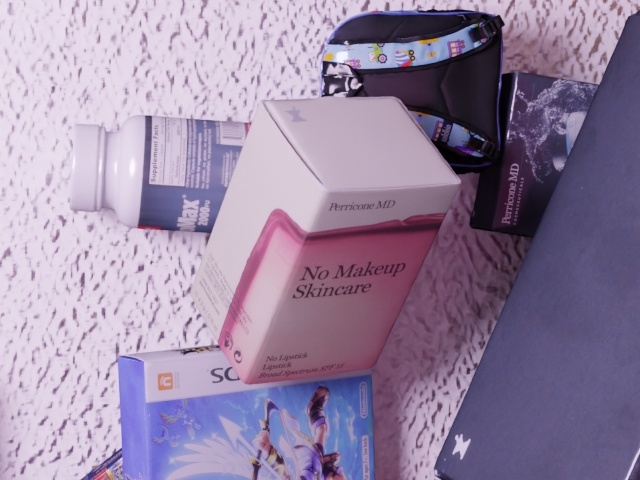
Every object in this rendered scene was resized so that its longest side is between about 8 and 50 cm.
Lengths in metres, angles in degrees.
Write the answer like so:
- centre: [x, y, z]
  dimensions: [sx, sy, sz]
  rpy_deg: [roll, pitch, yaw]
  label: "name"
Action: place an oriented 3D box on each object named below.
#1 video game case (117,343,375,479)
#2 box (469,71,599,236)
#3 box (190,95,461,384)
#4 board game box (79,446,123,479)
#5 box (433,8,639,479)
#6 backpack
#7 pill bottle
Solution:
- centre: [-0.063, 0.230, 1.521]
  dimensions: [0.244, 0.061, 0.269]
  rpy_deg: [-4, 94, -31]
  label: "video game case"
- centre: [0.241, -0.075, 1.580]
  dimensions: [0.158, 0.093, 0.156]
  rpy_deg: [8, 92, -8]
  label: "box"
- centre: [0.000, 0.000, 1.446]
  dimensions: [0.148, 0.127, 0.232]
  rpy_deg: [-5, 134, -32]
  label: "box"
- centre: [-0.191, 0.323, 1.552]
  dimensions: [0.194, 0.060, 0.194]
  rpy_deg: [-38, 97, -5]
  label: "board game box"
- centre: [0.436, 0.106, 1.465]
  dimensions: [0.471, 0.297, 0.480]
  rpy_deg: [23, 90, -23]
  label: "box"
- centre: [0.079, -0.141, 1.539]
  dimensions: [0.173, 0.117, 0.158]
  rpy_deg: [0, 93, -9]
  label: "backpack"
- centre: [-0.142, -0.062, 1.515]
  dimensions: [0.180, 0.108, 0.108]
  rpy_deg: [3, 92, -8]
  label: "pill bottle"
